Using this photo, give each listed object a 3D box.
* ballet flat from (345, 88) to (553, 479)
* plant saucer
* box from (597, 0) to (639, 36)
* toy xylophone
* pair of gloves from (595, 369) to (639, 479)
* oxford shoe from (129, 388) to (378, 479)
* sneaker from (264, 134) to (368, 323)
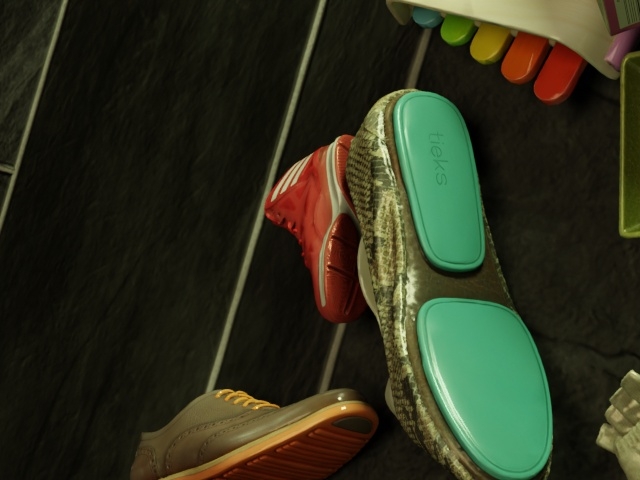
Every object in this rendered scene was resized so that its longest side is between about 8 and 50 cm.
[{"bbox_3d":[0.116,0.073,1.650,0.182,0.164,0.482,-51,42,47],"label":"ballet flat"},{"bbox_3d":[0.377,-0.098,1.519,0.188,0.045,0.188,-7,75,40],"label":"plant saucer"},{"bbox_3d":[0.336,-0.351,1.522,0.214,0.117,0.243,-18,66,9],"label":"box"},{"bbox_3d":[0.215,-0.288,1.681,0.323,0.081,0.236,33,88,43],"label":"toy xylophone"},{"bbox_3d":[0.371,0.147,1.463,0.204,0.042,0.240,39,110,34],"label":"pair of gloves"},{"bbox_3d":[-0.090,0.216,1.791,0.364,0.130,0.132,-26,57,34],"label":"oxford shoe"},{"bbox_3d":[0.000,0.000,1.810,0.128,0.087,0.221,-21,53,45],"label":"sneaker"}]
